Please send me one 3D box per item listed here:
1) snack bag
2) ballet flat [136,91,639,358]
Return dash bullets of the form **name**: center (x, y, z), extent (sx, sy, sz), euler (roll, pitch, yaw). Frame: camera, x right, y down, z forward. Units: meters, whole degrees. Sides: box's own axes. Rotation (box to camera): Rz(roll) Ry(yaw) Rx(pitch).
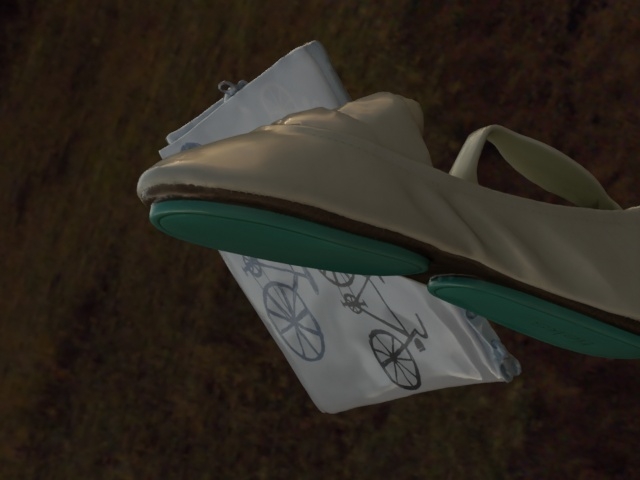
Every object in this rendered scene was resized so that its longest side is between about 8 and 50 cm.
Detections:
- **snack bag**: center (0.000, 0.000, 1.024), extent (0.037, 0.323, 0.342), euler (-33, 4, -29)
- **ballet flat**: center (0.072, -0.023, 0.766), extent (0.139, 0.400, 0.139), euler (-41, 41, 48)
